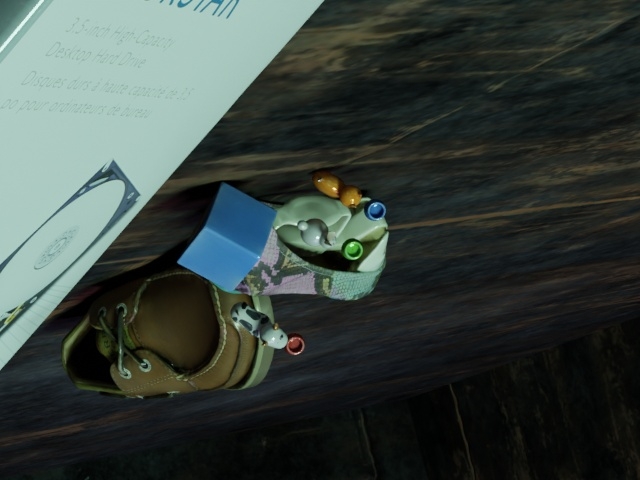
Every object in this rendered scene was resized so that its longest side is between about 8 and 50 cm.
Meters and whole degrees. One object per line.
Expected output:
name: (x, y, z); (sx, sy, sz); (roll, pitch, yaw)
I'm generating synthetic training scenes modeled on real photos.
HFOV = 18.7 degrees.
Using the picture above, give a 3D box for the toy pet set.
toy pet set: (-0.026, 0.006, 1.278); (0.114, 0.122, 0.065); (29, -178, -12)

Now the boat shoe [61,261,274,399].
boat shoe: (-0.125, 0.080, 1.521); (0.104, 0.111, 0.307); (-12, 170, -23)

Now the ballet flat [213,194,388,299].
ballet flat: (0.000, 0.000, 1.402); (0.079, 0.077, 0.221); (-41, 159, 25)

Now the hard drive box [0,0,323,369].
hard drive box: (-0.086, -0.057, 0.488); (0.232, 0.089, 0.181); (-48, 170, 13)
